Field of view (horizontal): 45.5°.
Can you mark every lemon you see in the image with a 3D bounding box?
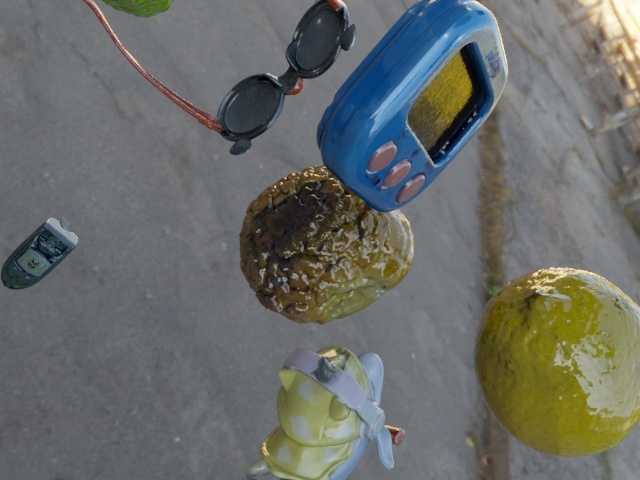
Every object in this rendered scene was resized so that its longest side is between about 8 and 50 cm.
[{"bbox_3d":[0.426,0.211,1.340,0.336,0.336,0.336,41,34,-37],"label":"lemon"}]

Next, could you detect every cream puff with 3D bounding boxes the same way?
[{"bbox_3d":[0.000,0.000,1.490,0.231,0.342,0.327,51,51,-56],"label":"cream puff"}]

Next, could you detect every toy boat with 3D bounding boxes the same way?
[{"bbox_3d":[-0.399,0.027,1.060,0.055,0.141,0.060,43,28,-21],"label":"toy boat"}]

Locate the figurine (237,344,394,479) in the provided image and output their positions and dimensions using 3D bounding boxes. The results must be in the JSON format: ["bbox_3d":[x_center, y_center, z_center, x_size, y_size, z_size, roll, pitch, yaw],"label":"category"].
[{"bbox_3d":[-0.003,0.195,0.765,0.208,0.128,0.184,-49,147,-26],"label":"figurine"}]

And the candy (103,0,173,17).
[{"bbox_3d":[-0.159,-0.237,0.630,0.209,0.096,0.097,108,-43,-87],"label":"candy"}]

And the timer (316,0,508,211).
[{"bbox_3d":[0.142,-0.196,1.138,0.115,0.309,0.340,44,6,22],"label":"timer"}]

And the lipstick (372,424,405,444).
[{"bbox_3d":[0.047,0.394,1.644,0.068,0.273,0.061,12,88,-71],"label":"lipstick"}]

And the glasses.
[{"bbox_3d":[-0.117,-0.246,0.889,0.268,0.234,0.118,27,30,-43],"label":"glasses"}]
